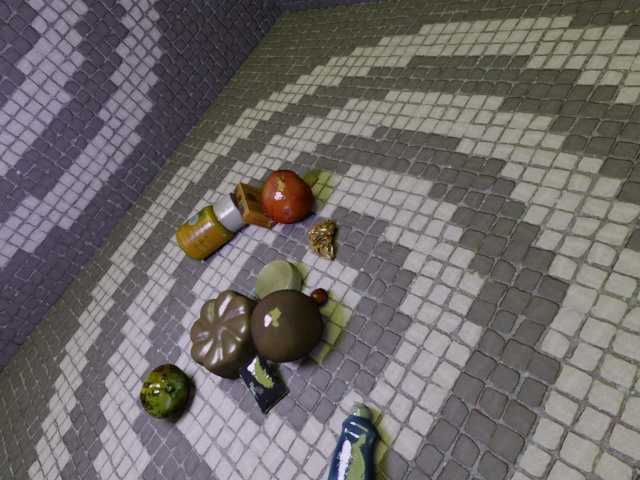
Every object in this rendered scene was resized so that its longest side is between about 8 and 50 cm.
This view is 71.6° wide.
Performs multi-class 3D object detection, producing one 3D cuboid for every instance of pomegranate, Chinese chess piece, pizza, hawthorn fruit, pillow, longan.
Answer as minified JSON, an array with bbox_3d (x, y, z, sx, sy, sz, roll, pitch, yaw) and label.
[{"bbox_3d":[-0.721,0.669,2.000,0.276,0.204,0.222,6,45,36],"label":"pomegranate"},{"bbox_3d":[-0.198,0.202,2.043,0.237,0.092,0.238,-18,51,24],"label":"Chinese chess piece"},{"bbox_3d":[0.000,0.000,2.063,0.147,0.069,0.227,-13,52,26],"label":"pizza"},{"bbox_3d":[-0.007,0.238,1.892,0.077,0.077,0.077,-19,50,24],"label":"hawthorn fruit"},{"bbox_3d":[-0.238,0.571,1.796,0.141,0.055,0.208,-42,68,2],"label":"pillow"},{"bbox_3d":[-0.183,-0.190,2.216,0.308,0.276,0.276,-54,43,12],"label":"hawthorn fruit"},{"bbox_3d":[-0.134,0.338,1.775,0.297,0.297,0.298,-19,50,24],"label":"longan"}]

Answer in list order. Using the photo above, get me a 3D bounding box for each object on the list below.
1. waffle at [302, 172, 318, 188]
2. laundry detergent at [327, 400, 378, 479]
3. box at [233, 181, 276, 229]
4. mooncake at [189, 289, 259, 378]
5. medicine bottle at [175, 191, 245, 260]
[{"bbox_3d":[-0.077,-0.298,2.369,0.135,0.021,0.092,-50,46,-6],"label":"waffle"},{"bbox_3d":[0.115,0.682,1.463,0.143,0.094,0.290,-9,55,36],"label":"laundry detergent"},{"bbox_3d":[-0.351,-0.187,2.371,0.076,0.174,0.274,-52,40,25],"label":"box"},{"bbox_3d":[-0.401,0.410,1.963,0.378,0.201,0.379,-19,50,25],"label":"mooncake"},{"bbox_3d":[-0.584,-0.079,2.433,0.384,0.224,0.224,-35,45,10],"label":"medicine bottle"}]
